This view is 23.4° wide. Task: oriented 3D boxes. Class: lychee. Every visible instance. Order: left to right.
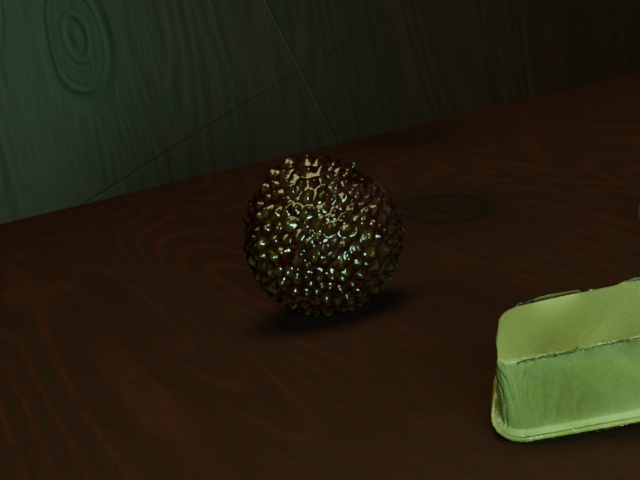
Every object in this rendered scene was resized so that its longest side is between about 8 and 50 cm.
[{"bbox_3d":[0.000,0.000,1.707,0.188,0.188,0.188,-11,10,2],"label":"lychee"}]

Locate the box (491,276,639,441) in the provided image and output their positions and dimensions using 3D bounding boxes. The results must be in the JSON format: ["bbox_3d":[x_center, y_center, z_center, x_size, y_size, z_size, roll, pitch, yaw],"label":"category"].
[{"bbox_3d":[0.212,0.095,1.181,0.177,0.111,0.111,-12,10,19],"label":"box"}]

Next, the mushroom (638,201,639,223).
[{"bbox_3d":[0.453,-0.033,1.672,0.209,0.071,0.084,-3,-19,27],"label":"mushroom"}]
